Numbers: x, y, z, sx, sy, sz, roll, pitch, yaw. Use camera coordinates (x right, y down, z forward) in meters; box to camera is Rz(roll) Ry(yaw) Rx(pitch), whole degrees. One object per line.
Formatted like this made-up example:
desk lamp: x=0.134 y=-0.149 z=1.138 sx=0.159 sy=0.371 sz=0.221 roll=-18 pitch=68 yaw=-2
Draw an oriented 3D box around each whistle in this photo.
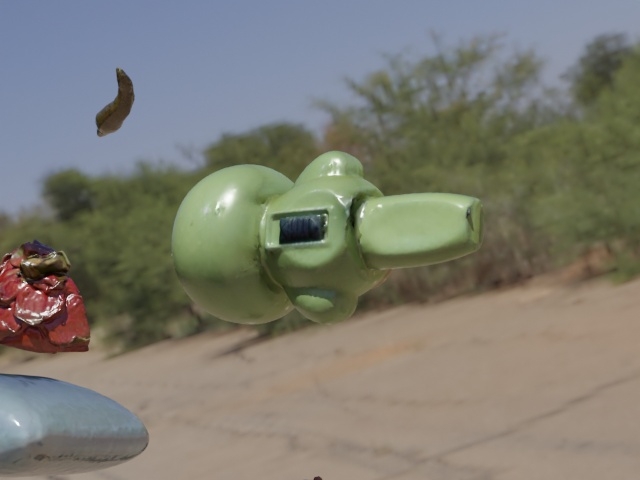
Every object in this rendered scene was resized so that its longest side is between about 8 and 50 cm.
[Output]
whistle: x=0.003 y=0.002 z=1.260 sx=0.294 sy=0.141 sz=0.141 roll=0 pitch=8 yaw=24

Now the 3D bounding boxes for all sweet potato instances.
sweet potato: x=-0.278 y=-0.177 z=2.118 sx=0.038 sy=0.041 sz=0.153 roll=-64 pitch=5 yaw=-36

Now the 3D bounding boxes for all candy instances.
candy: x=-0.219 y=0.133 z=1.130 sx=0.138 sy=0.071 sz=0.174 roll=10 pitch=-2 yaw=24

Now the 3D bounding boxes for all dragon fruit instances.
dragon fruit: x=-0.318 y=0.056 z=1.656 sx=0.083 sy=0.106 sz=0.162 roll=-7 pitch=19 yaw=-41

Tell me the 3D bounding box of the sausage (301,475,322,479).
sausage: x=-0.051 y=0.350 z=1.468 sx=0.053 sy=0.053 sz=0.348 roll=-19 pitch=-41 yaw=-46
